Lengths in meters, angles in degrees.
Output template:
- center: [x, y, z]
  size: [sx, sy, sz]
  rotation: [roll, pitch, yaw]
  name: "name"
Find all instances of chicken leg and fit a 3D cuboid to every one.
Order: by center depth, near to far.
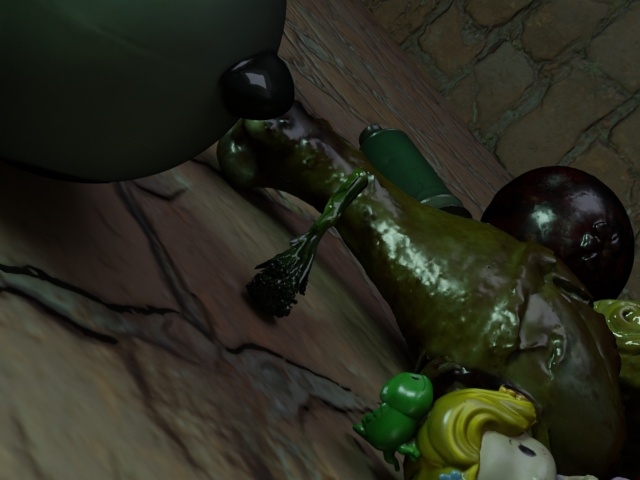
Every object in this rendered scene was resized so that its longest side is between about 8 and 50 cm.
- center: [0.099, 0.027, 0.796]
  size: [0.361, 0.140, 0.211]
  rotation: [54, 23, 14]
  name: "chicken leg"

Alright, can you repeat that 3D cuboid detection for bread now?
- center: [0.272, 0.151, 0.915]
  size: [0.269, 0.087, 0.098]
  rotation: [64, -1, -39]
  name: "bread"

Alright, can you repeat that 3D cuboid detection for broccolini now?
- center: [0.000, 0.000, 0.678]
  size: [0.035, 0.030, 0.140]
  rotation: [53, 44, -12]
  name: "broccolini"

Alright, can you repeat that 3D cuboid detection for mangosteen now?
- center: [0.282, 0.006, 1.318]
  size: [0.210, 0.210, 0.210]
  rotation: [43, 14, -14]
  name: "mangosteen"

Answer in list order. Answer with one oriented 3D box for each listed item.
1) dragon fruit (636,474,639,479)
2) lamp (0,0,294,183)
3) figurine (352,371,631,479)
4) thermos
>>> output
- center: [0.304, 0.216, 0.692]
  size: [0.241, 0.241, 0.252]
  rotation: [47, 43, 2]
  name: "dragon fruit"
- center: [-0.131, -0.123, 0.476]
  size: [0.244, 0.198, 0.198]
  rotation: [13, 32, -36]
  name: "lamp"
- center: [0.085, 0.138, 0.600]
  size: [0.156, 0.115, 0.095]
  rotation: [25, 52, -8]
  name: "figurine"
- center: [0.087, -0.060, 1.167]
  size: [0.188, 0.083, 0.073]
  rotation: [59, -3, 46]
  name: "thermos"
